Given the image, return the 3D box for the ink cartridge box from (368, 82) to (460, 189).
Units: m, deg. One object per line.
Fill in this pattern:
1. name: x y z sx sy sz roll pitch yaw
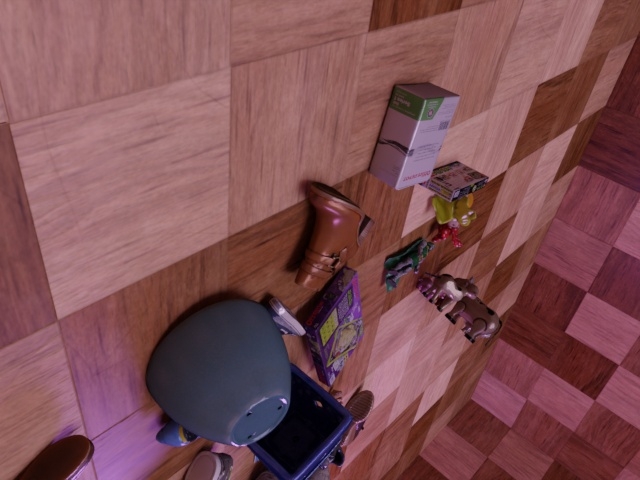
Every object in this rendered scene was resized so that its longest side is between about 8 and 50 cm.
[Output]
1. ink cartridge box: 0.217 -0.245 1.313 0.160 0.093 0.219 -19 135 -46

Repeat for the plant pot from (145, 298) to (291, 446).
1. plant pot: -0.171 0.290 1.127 0.290 0.195 0.290 -27 141 -25

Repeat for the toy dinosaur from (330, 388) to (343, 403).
1. toy dinosaur: 0.023 0.587 1.919 0.112 0.064 0.211 18 104 -32

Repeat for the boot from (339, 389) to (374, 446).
1. boot: 0.145 0.670 2.168 0.248 0.090 0.207 -60 163 5

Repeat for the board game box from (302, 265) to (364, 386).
1. board game box: 0.046 0.249 1.572 0.208 0.056 0.346 -48 150 -26

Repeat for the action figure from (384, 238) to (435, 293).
1. action figure: 0.288 0.061 1.765 0.232 0.063 0.137 -36 142 -37

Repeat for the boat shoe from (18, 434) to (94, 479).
1. boat shoe: -0.481 0.425 0.982 0.207 0.073 0.073 -39 149 -14

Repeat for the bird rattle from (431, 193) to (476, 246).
1. bird rattle: 0.439 -0.096 1.770 0.207 0.143 0.253 -66 157 -15

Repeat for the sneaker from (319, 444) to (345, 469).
1. sneaker: -0.018 0.663 1.798 0.300 0.121 0.111 24 104 -49

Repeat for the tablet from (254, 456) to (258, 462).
1. tablet: -0.178 0.633 1.701 0.054 0.006 0.083 -28 141 -40

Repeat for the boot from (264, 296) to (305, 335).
1. boot: -0.103 0.199 1.331 0.086 0.069 0.190 -38 146 -3

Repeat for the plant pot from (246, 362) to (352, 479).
1. plant pot: -0.075 0.515 1.514 0.236 0.236 0.212 -41 153 -26

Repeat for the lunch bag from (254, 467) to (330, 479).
1. lunch bag: -0.100 0.832 1.812 0.305 0.213 0.256 11 94 -62

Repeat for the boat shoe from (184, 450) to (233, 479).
1. boat shoe: -0.322 0.675 1.425 0.305 0.109 0.091 -60 146 0

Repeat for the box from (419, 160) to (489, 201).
1. box: 0.385 -0.173 1.614 0.207 0.114 0.036 -22 136 -44

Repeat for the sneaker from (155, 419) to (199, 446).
1. sneaker: -0.294 0.417 1.271 0.082 0.069 0.209 -17 169 14

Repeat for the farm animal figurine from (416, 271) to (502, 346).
1. farm animal figurine: 0.508 0.214 1.990 0.172 0.327 0.330 -45 169 5

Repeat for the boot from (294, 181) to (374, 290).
1. boot: 0.000 0.000 1.252 0.220 0.109 0.283 -53 158 2
